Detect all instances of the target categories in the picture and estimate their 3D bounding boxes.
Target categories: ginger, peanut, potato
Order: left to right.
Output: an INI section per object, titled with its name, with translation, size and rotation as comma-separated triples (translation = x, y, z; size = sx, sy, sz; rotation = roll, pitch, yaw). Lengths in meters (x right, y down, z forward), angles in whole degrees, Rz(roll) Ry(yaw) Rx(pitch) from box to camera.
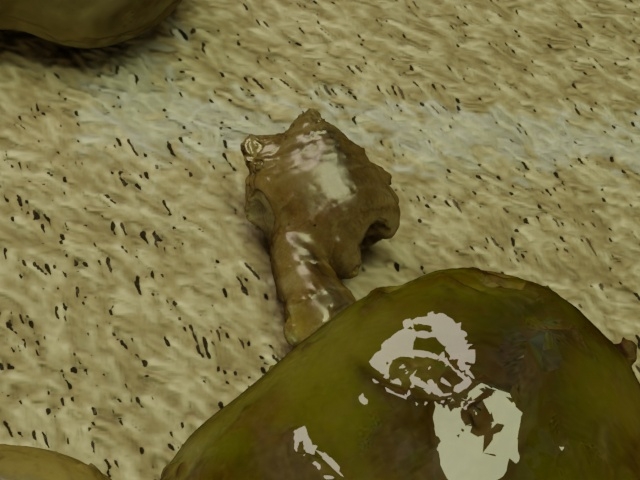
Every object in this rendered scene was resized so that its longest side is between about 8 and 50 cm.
[peanut]
translation = -0.189, -0.181, 1.109
size = 0.257, 0.123, 0.123
rotation = -10, 53, -24
[ginger]
translation = 0.008, -0.001, 1.049
size = 0.096, 0.067, 0.165
rotation = -2, 63, -21
[potato]
translation = 0.047, 0.137, 0.847
size = 0.246, 0.196, 0.300
rotation = 37, 49, 18

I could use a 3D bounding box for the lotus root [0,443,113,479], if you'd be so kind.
[lotus root]
translation = -0.138, 0.236, 0.702
size = 0.151, 0.169, 0.342
rotation = 32, 36, -33
